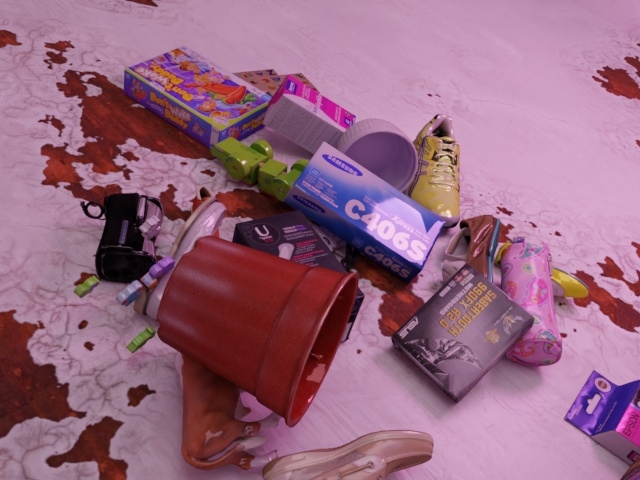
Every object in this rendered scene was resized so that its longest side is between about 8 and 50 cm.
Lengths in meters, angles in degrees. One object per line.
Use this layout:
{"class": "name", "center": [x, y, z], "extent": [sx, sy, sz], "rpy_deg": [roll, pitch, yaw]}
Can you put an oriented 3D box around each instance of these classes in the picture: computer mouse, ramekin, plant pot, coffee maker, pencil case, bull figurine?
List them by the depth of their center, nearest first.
{"class": "plant pot", "center": [-0.110, 0.131, 1.188], "extent": [0.265, 0.272, 0.272], "rpy_deg": [22, 42, 13]}
{"class": "bull figurine", "center": [-0.173, 0.269, 1.258], "extent": [0.188, 0.101, 0.310], "rpy_deg": [5, 43, -14]}
{"class": "coffee maker", "center": [-0.419, -0.003, 1.481], "extent": [0.171, 0.120, 0.178], "rpy_deg": [-11, 42, 6]}
{"class": "pencil case", "center": [0.461, 0.133, 1.559], "extent": [0.124, 0.124, 0.284], "rpy_deg": [12, 51, -4]}
{"class": "computer mouse", "center": [0.000, 0.000, 1.641], "extent": [0.193, 0.042, 0.106], "rpy_deg": [27, 44, 11]}
{"class": "ramekin", "center": [0.135, -0.210, 1.795], "extent": [0.207, 0.207, 0.109], "rpy_deg": [4, 35, -13]}

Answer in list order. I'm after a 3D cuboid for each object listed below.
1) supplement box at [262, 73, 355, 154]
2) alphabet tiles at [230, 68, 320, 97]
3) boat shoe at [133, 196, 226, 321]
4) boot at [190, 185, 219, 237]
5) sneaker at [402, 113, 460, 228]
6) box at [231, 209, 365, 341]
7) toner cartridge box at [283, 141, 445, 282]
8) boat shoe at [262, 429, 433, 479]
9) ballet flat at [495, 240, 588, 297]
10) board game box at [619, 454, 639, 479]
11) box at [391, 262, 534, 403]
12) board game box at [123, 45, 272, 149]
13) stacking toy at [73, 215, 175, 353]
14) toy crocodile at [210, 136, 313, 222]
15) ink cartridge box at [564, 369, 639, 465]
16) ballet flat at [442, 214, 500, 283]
{"class": "supplement box", "center": [-0.027, -0.318, 1.870], "extent": [0.220, 0.114, 0.111], "rpy_deg": [27, 40, -18]}
{"class": "alphabet tiles", "center": [-0.129, -0.456, 2.111], "extent": [0.237, 0.009, 0.198], "rpy_deg": [-14, 48, -30]}
{"class": "boat shoe", "center": [-0.261, 0.044, 1.460], "extent": [0.103, 0.113, 0.302], "rpy_deg": [26, 59, 4]}
{"class": "boot", "center": [-0.258, -0.051, 1.587], "extent": [0.059, 0.085, 0.158], "rpy_deg": [-2, 47, -23]}
{"class": "sneaker", "center": [0.299, -0.188, 1.858], "extent": [0.145, 0.147, 0.385], "rpy_deg": [9, 44, -10]}
{"class": "box", "center": [-0.059, 0.086, 1.456], "extent": [0.165, 0.143, 0.270], "rpy_deg": [-13, 49, -31]}
{"class": "toner cartridge box", "center": [0.105, -0.066, 1.642], "extent": [0.347, 0.075, 0.165], "rpy_deg": [33, 53, -2]}
{"class": "boat shoe", "center": [0.057, 0.397, 1.194], "extent": [0.302, 0.109, 0.098], "rpy_deg": [-7, 52, -16]}
{"class": "ballet flat", "center": [0.521, 0.088, 1.697], "extent": [0.231, 0.077, 0.077], "rpy_deg": [35, 66, 23]}
{"class": "board game box", "center": [0.636, 0.399, 1.212], "extent": [0.291, 0.232, 0.141], "rpy_deg": [-39, 65, -22]}
{"class": "box", "center": [0.288, 0.186, 1.447], "extent": [0.231, 0.056, 0.183], "rpy_deg": [-42, 62, -11]}
{"class": "board game box", "center": [-0.328, -0.392, 1.932], "extent": [0.347, 0.078, 0.233], "rpy_deg": [33, 45, 18]}
{"class": "stacking toy", "center": [-0.330, 0.077, 1.337], "extent": [0.167, 0.052, 0.221], "rpy_deg": [41, 68, 11]}
{"class": "toy crocodile", "center": [-0.126, -0.159, 1.741], "extent": [0.340, 0.105, 0.115], "rpy_deg": [28, 43, 19]}
{"class": "ink cartridge box", "center": [0.692, 0.403, 1.413], "extent": [0.371, 0.069, 0.175], "rpy_deg": [33, 45, 21]}
{"class": "ballet flat", "center": [0.351, 0.050, 1.660], "extent": [0.124, 0.116, 0.342], "rpy_deg": [3, 39, 15]}
